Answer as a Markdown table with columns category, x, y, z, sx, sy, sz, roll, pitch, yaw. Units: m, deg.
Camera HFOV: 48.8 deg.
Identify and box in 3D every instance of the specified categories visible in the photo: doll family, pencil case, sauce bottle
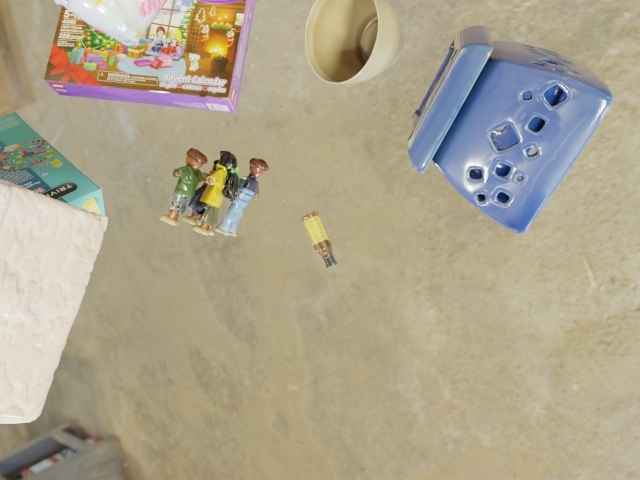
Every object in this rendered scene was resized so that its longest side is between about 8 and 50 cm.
| category | x | y | z | sx | sy | sz | roll | pitch | yaw |
| --- | --- | --- | --- | --- | --- | --- | --- | --- | --- |
| doll family | -0.126 | -0.065 | 0.889 | 0.076 | 0.193 | 0.111 | 22 | 94 | 6 |
| pencil case | -0.200 | -0.367 | 0.829 | 0.114 | 0.124 | 0.273 | 28 | 86 | 31 |
| sauce bottle | 0.000 | 0.000 | 1.552 | 0.042 | 0.042 | 0.128 | -24 | 89 | 50 |

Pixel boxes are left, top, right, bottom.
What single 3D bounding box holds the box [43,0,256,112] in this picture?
| category | x | y | z | sx | sy | sz | roll | pitch | yaw |
| --- | --- | --- | --- | --- | --- | --- | --- | --- | --- |
| box | -0.260 | -0.313 | 1.090 | 0.294 | 0.057 | 0.200 | 7 | 78 | 7 |

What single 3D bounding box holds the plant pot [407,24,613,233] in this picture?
| category | x | y | z | sx | sy | sz | roll | pitch | yaw |
| --- | --- | --- | --- | --- | --- | --- | --- | --- | --- |
| plant pot | 0.262 | -0.185 | 1.054 | 0.212 | 0.236 | 0.235 | 27 | 117 | -1 |

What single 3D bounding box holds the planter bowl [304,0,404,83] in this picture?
| category | x | y | z | sx | sy | sz | roll | pitch | yaw |
| --- | --- | --- | --- | --- | --- | --- | --- | --- | --- |
| planter bowl | 0.068 | -0.333 | 1.158 | 0.162 | 0.109 | 0.161 | 3 | 94 | 44 |

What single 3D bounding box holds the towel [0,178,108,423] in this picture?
| category | x | y | z | sx | sy | sz | roll | pitch | yaw |
| --- | --- | --- | --- | --- | --- | --- | --- | --- | --- |
| towel | -0.439 | 0.086 | 0.955 | 0.054 | 0.317 | 0.331 | 17 | 84 | 21 |

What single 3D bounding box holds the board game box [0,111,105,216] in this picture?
| category | x | y | z | sx | sy | sz | roll | pitch | yaw |
| --- | --- | --- | --- | --- | --- | --- | --- | --- | --- |
| board game box | -0.639 | -0.109 | 1.413 | 0.336 | 0.254 | 0.079 | 38 | 141 | 27 |
